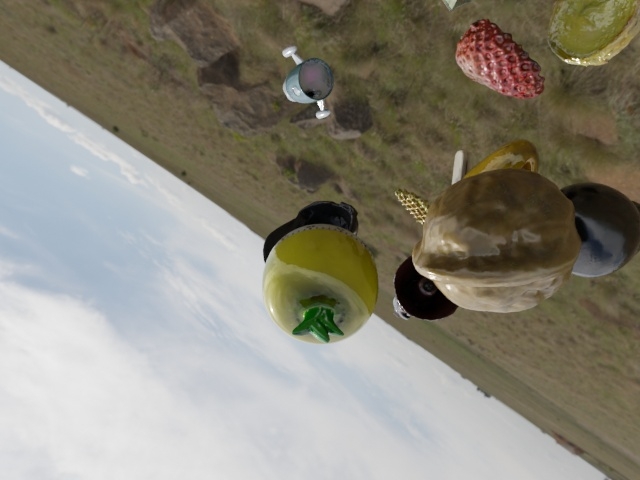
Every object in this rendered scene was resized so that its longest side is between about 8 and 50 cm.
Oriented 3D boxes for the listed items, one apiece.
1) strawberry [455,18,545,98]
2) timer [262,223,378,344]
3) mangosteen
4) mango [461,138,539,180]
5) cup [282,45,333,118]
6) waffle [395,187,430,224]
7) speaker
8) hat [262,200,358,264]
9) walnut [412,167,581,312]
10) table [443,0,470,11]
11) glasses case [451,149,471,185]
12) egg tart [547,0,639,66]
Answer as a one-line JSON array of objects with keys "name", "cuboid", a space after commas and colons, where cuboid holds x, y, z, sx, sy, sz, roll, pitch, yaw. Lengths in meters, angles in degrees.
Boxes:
[{"name": "strawberry", "cuboid": [0.593, -0.581, 1.475, 0.336, 0.149, 0.265, 56, -163, 28]}, {"name": "timer", "cuboid": [-0.002, 0.120, 0.930, 0.285, 0.285, 0.285, 35, 177, 2]}, {"name": "mangosteen", "cuboid": [0.827, -0.040, 1.325, 0.297, 0.313, 0.297, -20, -90, -82]}, {"name": "mango", "cuboid": [0.682, -0.232, 1.673, 0.252, 0.365, 0.182, 3, -136, -21]}, {"name": "cup", "cuboid": [-0.063, -0.621, 1.739, 0.173, 0.167, 0.300, 7, 133, 55]}, {"name": "waffle", "cuboid": [0.407, -0.145, 1.908, 0.160, 0.046, 0.192, 22, 156, 28]}, {"name": "speaker", "cuboid": [0.318, 0.127, 1.380, 0.198, 0.259, 0.329, 17, 171, 5]}, {"name": "hat", "cuboid": [-0.009, 0.025, 1.436, 0.238, 0.336, 0.209, 56, 180, 41]}, {"name": "walnut", "cuboid": [0.434, -0.002, 1.086, 0.383, 0.384, 0.383, 35, 177, 2]}, {"name": "table", "cuboid": [0.400, -0.720, 1.247, 0.062, 0.079, 0.083, 60, 175, 4]}, {"name": "glasses case", "cuboid": [0.604, -0.288, 1.875, 0.050, 0.196, 0.083, 5, -177, -11]}, {"name": "egg tart", "cuboid": [0.893, -0.707, 1.396, 0.120, 0.315, 0.315, 1, -161, -36]}]
